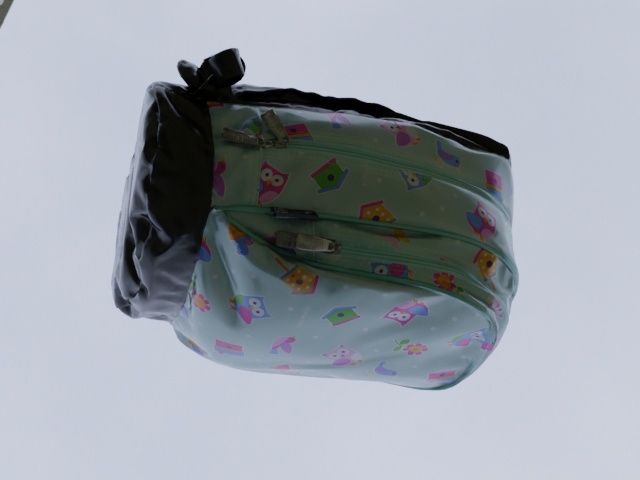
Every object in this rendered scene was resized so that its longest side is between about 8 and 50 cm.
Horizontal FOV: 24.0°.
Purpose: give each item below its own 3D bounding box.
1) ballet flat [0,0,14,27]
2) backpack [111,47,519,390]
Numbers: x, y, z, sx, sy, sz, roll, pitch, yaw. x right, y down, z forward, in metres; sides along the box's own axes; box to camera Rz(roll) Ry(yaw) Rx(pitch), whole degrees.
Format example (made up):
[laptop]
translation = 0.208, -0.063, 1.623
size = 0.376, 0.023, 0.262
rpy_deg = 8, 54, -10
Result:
[ballet flat]
translation = -0.160, -0.073, 0.580
size = 0.086, 0.248, 0.086
rpy_deg = 26, -148, -17
[backpack]
translation = 0.000, 0.000, 0.693
size = 0.182, 0.152, 0.115
rpy_deg = 9, -114, -11
